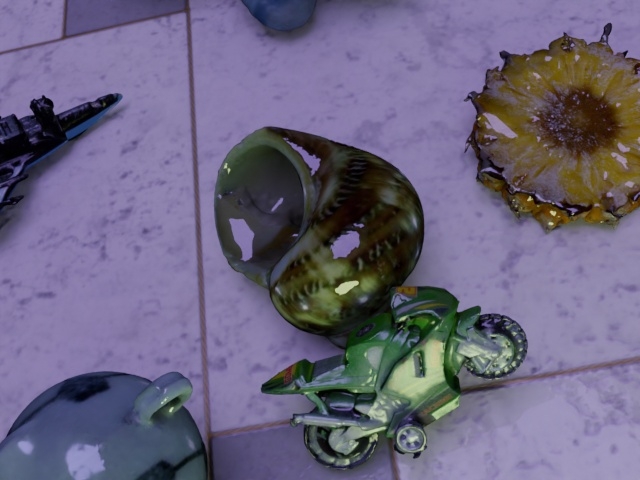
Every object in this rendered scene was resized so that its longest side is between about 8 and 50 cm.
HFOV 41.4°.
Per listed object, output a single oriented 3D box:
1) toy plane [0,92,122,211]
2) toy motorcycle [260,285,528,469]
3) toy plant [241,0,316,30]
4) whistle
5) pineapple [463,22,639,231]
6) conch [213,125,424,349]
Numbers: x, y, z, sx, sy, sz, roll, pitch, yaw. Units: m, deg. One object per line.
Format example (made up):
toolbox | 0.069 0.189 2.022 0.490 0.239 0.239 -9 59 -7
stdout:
toy plane | -0.314 -0.097 0.855 0.246 0.078 0.169 -32 58 -7
toy motorcycle | 0.055 0.096 0.631 0.190 0.074 0.106 -34 102 15
toy plant | -0.054 -0.360 0.886 0.332 0.247 0.247 27 69 18
whistle | -0.180 0.197 0.635 0.289 0.163 0.163 -51 56 23
pineapple | 0.230 -0.102 0.763 0.221 0.047 0.221 -4 61 7
conch | 0.002 0.001 0.709 0.187 0.124 0.181 -12 66 38
